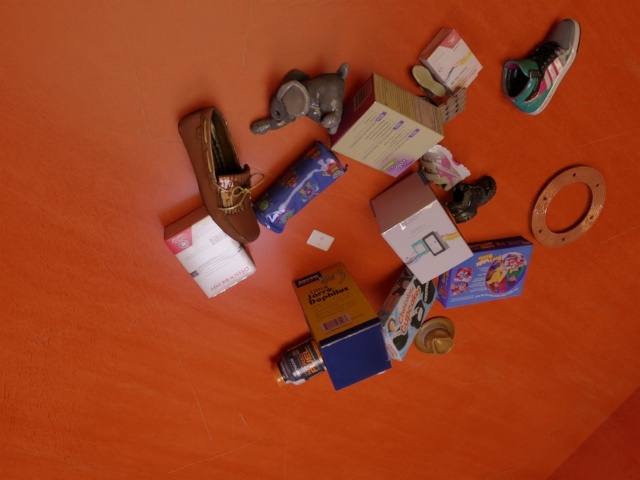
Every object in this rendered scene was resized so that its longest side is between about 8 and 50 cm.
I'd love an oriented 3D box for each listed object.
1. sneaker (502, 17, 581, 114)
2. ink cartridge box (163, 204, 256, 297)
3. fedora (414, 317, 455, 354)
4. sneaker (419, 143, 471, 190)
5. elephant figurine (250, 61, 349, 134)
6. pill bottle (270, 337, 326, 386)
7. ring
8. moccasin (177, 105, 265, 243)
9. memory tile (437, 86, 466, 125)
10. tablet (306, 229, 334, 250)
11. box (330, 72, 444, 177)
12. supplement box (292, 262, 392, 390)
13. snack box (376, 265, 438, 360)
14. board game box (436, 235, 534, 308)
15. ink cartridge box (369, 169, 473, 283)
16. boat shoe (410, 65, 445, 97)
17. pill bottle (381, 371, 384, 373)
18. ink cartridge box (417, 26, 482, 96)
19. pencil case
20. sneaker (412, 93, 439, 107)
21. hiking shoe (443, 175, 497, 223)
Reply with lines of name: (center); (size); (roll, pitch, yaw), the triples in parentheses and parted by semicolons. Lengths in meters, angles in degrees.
sneaker: (0.666, -0.550, 1.439); (0.178, 0.124, 0.295); (4, 116, -31)
ink cartridge box: (-0.327, 0.028, 1.395); (0.172, 0.100, 0.237); (-31, 121, -2)
fedora: (0.477, 0.405, 1.884); (0.194, 0.079, 0.194); (-8, 118, -15)
sneaker: (0.374, -0.242, 1.501); (0.252, 0.103, 0.111); (32, 101, -29)
elephant figurine: (-0.062, -0.379, 1.260); (0.239, 0.169, 0.186); (8, 85, -6)
pill bottle: (-0.054, 0.437, 1.685); (0.246, 0.130, 0.130); (-27, 122, -5)
ring: (0.958, -0.130, 1.806); (0.337, 0.032, 0.336); (-8, 119, -15)
moccasin: (-0.245, -0.170, 1.257); (0.147, 0.139, 0.380); (-7, 106, 33)
memory tile: (0.401, -0.406, 1.427); (0.113, 0.012, 0.148); (-39, 162, 7)
tablet: (0.000, 0.000, 1.551); (0.083, 0.006, 0.054); (22, 107, -28)
box: (0.186, -0.320, 1.329); (0.243, 0.117, 0.213); (19, 145, -25)
supplement box: (0.061, 0.263, 1.501); (0.195, 0.356, 0.194); (-21, 121, -7)
snack box: (0.307, 0.240, 1.652); (0.322, 0.060, 0.187); (-52, 128, -31)
board game box: (0.630, 0.121, 1.791); (0.347, 0.078, 0.233); (-7, 118, -16)
ink cartridge box: (0.325, -0.040, 1.511); (0.197, 0.198, 0.270); (-33, 123, 16)
boat shoe: (0.317, -0.474, 1.396); (0.137, 0.043, 0.049); (27, 91, -28)
pill bottle: (0.176, 0.419, 1.764); (0.117, 0.117, 0.208); (-39, 121, 3)
ink cartridge box: (0.398, -0.517, 1.387); (0.198, 0.067, 0.115); (35, 101, -31)
pencil case: (-0.064, -0.154, 1.385); (0.306, 0.119, 0.133); (-44, 146, 5)
sneaker: (0.277, -0.400, 1.398); (0.215, 0.083, 0.084); (5, 112, -23)
hiking shoe: (0.511, -0.163, 1.577); (0.227, 0.086, 0.114); (-46, 106, -24)
